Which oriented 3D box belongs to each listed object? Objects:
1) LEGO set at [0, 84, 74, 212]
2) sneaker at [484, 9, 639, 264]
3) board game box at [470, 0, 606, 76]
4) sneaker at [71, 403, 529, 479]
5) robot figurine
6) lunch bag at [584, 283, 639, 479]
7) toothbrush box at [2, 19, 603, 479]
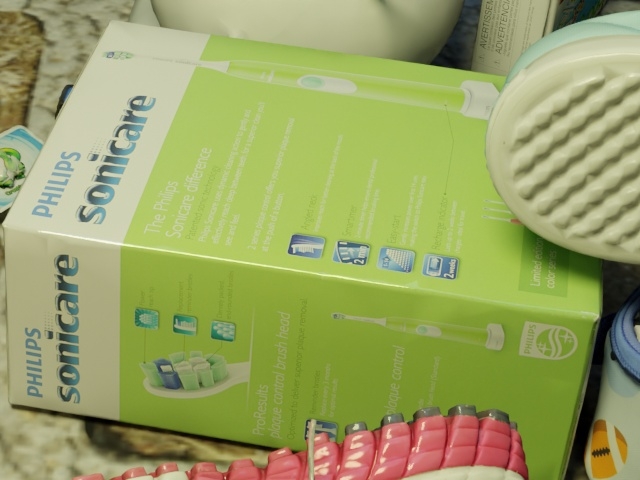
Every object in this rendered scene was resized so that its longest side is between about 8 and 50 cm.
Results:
[{"bbox_3d":[-0.254,-0.052,0.987,0.182,0.060,0.244,38,47,19],"label":"LEGO set"},{"bbox_3d":[0.263,-0.047,0.771,0.366,0.135,0.150,14,27,2],"label":"sneaker"},{"bbox_3d":[0.192,-0.251,1.171,0.053,0.193,0.305,19,38,17],"label":"board game box"},{"bbox_3d":[-0.046,0.149,0.673,0.299,0.121,0.112,-11,69,-9],"label":"sneaker"},{"bbox_3d":[-0.007,-0.209,1.073,0.200,0.300,0.353,45,23,-23],"label":"robot figurine"},{"bbox_3d":[0.273,0.058,0.829,0.243,0.115,0.303,25,37,23],"label":"lunch bag"},{"bbox_3d":[0.000,0.000,0.866,0.283,0.122,0.206,9,37,3],"label":"toothbrush box"}]
